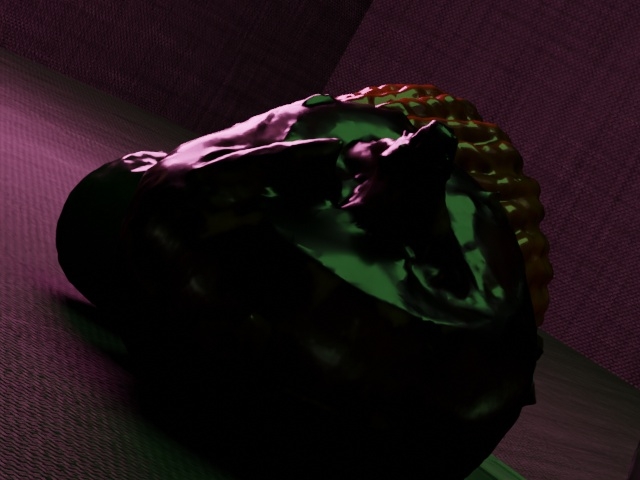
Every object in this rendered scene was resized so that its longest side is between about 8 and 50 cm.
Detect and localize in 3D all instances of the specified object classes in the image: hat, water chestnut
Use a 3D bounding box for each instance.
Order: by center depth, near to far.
[{"bbox_3d":[0.018,0.020,1.193,0.300,0.300,0.300,29,5,-3],"label":"water chestnut"},{"bbox_3d":[0.000,0.000,1.439,0.285,0.285,0.400,32,16,30],"label":"hat"}]

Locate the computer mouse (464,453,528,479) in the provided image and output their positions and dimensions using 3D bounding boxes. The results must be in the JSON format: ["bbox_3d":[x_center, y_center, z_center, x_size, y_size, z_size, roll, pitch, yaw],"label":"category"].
[{"bbox_3d":[0.137,0.198,1.360,0.199,0.044,0.102,33,5,37],"label":"computer mouse"}]

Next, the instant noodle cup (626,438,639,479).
[{"bbox_3d":[0.385,0.222,1.453,0.200,0.264,0.264,18,10,-27],"label":"instant noodle cup"}]
